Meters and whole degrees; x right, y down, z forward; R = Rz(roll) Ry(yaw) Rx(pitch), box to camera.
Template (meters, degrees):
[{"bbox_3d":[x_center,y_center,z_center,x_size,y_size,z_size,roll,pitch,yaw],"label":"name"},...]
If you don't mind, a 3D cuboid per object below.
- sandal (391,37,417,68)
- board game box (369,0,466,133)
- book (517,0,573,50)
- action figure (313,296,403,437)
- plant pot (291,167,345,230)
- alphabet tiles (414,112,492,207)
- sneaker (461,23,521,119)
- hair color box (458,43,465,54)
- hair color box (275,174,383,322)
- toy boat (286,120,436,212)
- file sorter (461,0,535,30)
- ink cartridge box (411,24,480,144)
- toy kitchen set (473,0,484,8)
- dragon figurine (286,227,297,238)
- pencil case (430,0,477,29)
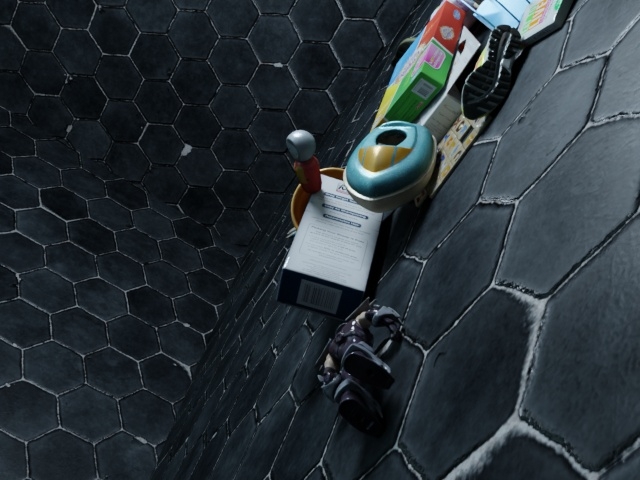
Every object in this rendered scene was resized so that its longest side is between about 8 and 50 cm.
[{"bbox_3d":[0.304,-0.597,2.173,0.086,0.120,0.303,-45,9,-3],"label":"sandal"},{"bbox_3d":[0.242,-0.414,1.684,0.242,0.064,0.316,-48,16,49],"label":"board game box"},{"bbox_3d":[0.433,-0.430,1.305,0.096,0.035,0.144,-65,12,-9],"label":"book"},{"bbox_3d":[0.061,0.197,1.100,0.285,0.099,0.185,-91,27,-78],"label":"action figure"},{"bbox_3d":[0.034,-0.070,1.749,0.205,0.205,0.188,-59,-5,-2],"label":"plant pot"},{"bbox_3d":[0.267,-0.182,1.430,0.237,0.009,0.198,-55,11,19],"label":"alphabet tiles"},{"bbox_3d":[0.336,-0.319,1.346,0.208,0.081,0.094,-61,-6,-14],"label":"sneaker"},{"bbox_3d":[0.342,-0.494,1.848,0.093,0.053,0.167,-58,11,11],"label":"hair color box"},{"bbox_3d":[0.033,0.008,1.489,0.347,0.174,0.105,-71,-4,-49],"label":"hair color box"},{"bbox_3d":[0.083,-0.172,1.449,0.267,0.318,0.148,-66,-31,-46],"label":"toy boat"},{"bbox_3d":[0.385,-0.525,1.396,0.170,0.104,0.118,-50,51,21],"label":"file sorter"},{"bbox_3d":[0.304,-0.367,1.622,0.261,0.066,0.296,-54,12,24],"label":"ink cartridge box"},{"bbox_3d":[0.441,-0.558,1.543,0.122,0.166,0.207,-56,47,17],"label":"toy kitchen set"},{"bbox_3d":[0.000,0.000,1.955,0.289,0.144,0.085,-37,13,9],"label":"dragon figurine"},{"bbox_3d":[0.379,-0.622,1.787,0.124,0.113,0.273,-62,3,-5],"label":"pencil case"}]
